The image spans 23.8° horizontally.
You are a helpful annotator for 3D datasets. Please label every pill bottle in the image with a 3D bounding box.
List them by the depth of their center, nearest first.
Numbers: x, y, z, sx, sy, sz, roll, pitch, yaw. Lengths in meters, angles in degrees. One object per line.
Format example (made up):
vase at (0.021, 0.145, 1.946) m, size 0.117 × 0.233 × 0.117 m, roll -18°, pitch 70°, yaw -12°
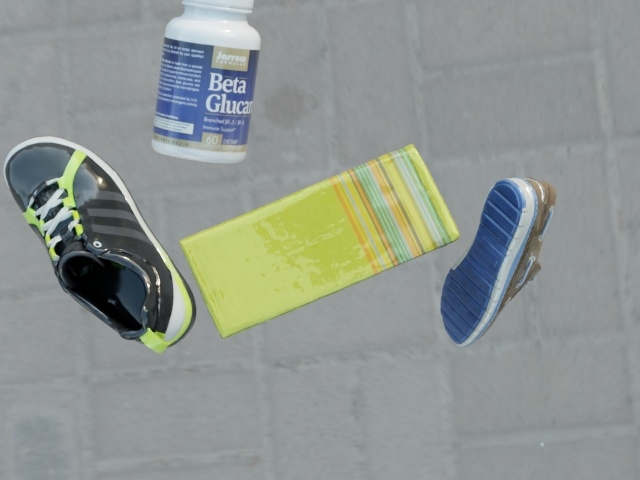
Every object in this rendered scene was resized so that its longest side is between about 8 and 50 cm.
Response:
pill bottle at (-0.108, -0.165, 1.476) m, size 0.094 × 0.094 × 0.169 m, roll 9°, pitch 100°, yaw 9°

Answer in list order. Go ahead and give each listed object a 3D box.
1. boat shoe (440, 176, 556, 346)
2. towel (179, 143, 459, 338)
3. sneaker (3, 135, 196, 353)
boat shoe at (0.171, 0.024, 1.408) m, size 0.066 × 0.066 × 0.183 m, roll 52°, pitch 133°, yaw 36°
towel at (0.000, 0.000, 1.375) m, size 0.237 × 0.021 × 0.102 m, roll -23°, pitch 75°, yaw -9°
sneaker at (-0.192, -0.002, 1.275) m, size 0.235 × 0.097 × 0.084 m, roll 46°, pitch 105°, yaw 15°
